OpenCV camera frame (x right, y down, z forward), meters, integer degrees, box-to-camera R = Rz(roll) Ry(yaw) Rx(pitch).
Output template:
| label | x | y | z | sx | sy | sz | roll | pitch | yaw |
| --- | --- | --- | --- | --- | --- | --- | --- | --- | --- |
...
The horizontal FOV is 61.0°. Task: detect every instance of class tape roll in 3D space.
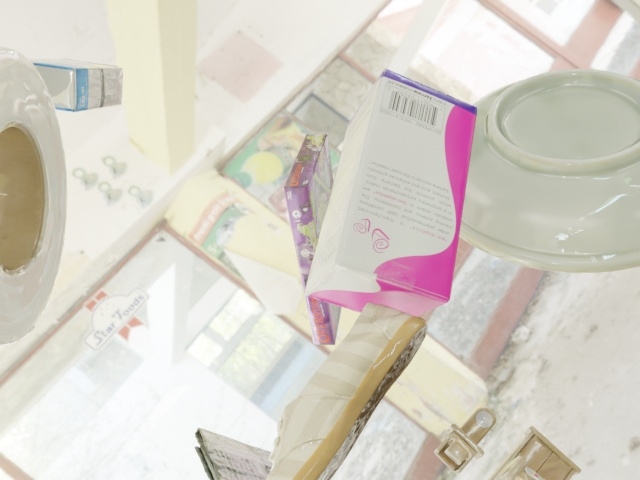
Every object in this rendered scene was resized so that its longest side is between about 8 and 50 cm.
| label | x | y | z | sx | sy | sz | roll | pitch | yaw |
| --- | --- | --- | --- | --- | --- | --- | --- | --- | --- |
| tape roll | -0.338 | -0.040 | 0.519 | 0.286 | 0.100 | 0.285 | -178 | 90 | -81 |

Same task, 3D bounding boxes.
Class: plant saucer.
| label | x | y | z | sx | sy | sz | roll | pitch | yaw |
| --- | --- | --- | --- | --- | --- | --- | --- | --- | --- |
| plant saucer | 0.341 | -0.137 | 0.745 | 0.400 | 0.401 | 0.100 | -51 | -37 | -29 |

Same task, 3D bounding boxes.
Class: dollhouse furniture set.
| label | x | y | z | sx | sy | sz | roll | pitch | yaw |
| --- | --- | --- | --- | --- | --- | --- | --- | --- | --- |
| dollhouse furniture set | 0.378 | 0.379 | 0.917 | 0.174 | 0.303 | 0.355 | -41 | -23 | -18 |

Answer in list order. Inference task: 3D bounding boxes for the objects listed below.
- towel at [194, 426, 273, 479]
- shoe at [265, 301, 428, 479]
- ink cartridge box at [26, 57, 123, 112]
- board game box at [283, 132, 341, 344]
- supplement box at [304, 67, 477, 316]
| label | x | y | z | sx | sy | sz | roll | pitch | yaw |
| --- | --- | --- | --- | --- | --- | --- | --- | --- | --- |
| towel | -0.170 | 0.626 | 1.403 | 0.056 | 0.324 | 0.312 | -56 | 30 | 0 |
| shoe | 0.008 | 0.138 | 0.444 | 0.219 | 0.058 | 0.076 | -47 | -24 | -27 |
| ink cartridge box | -0.479 | -0.296 | 1.023 | 0.190 | 0.140 | 0.082 | -72 | -10 | -72 |
| board game box | 0.000 | 0.000 | 1.014 | 0.208 | 0.056 | 0.346 | -82 | -14 | -56 |
| supplement box | 0.072 | -0.041 | 0.553 | 0.114 | 0.111 | 0.219 | 130 | 157 | -62 |
